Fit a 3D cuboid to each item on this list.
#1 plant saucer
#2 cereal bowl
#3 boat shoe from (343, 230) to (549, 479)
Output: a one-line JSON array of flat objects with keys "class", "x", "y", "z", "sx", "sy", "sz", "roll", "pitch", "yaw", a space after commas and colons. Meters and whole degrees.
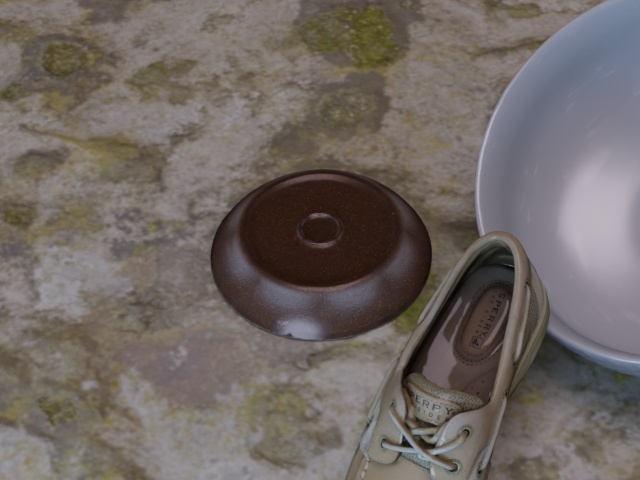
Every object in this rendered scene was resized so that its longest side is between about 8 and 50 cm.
[{"class": "plant saucer", "x": 0.000, "y": 0.000, "z": 1.171, "sx": 0.198, "sy": 0.036, "sz": 0.199, "roll": -1, "pitch": 47, "yaw": 1}, {"class": "cereal bowl", "x": 0.307, "y": -0.038, "z": 1.084, "sx": 0.339, "sy": 0.141, "sz": 0.339, "roll": -12, "pitch": 64, "yaw": 25}, {"class": "boat shoe", "x": 0.082, "y": 0.133, "z": 0.966, "sx": 0.109, "sy": 0.098, "sz": 0.302, "roll": 20, "pitch": 70, "yaw": 23}]
